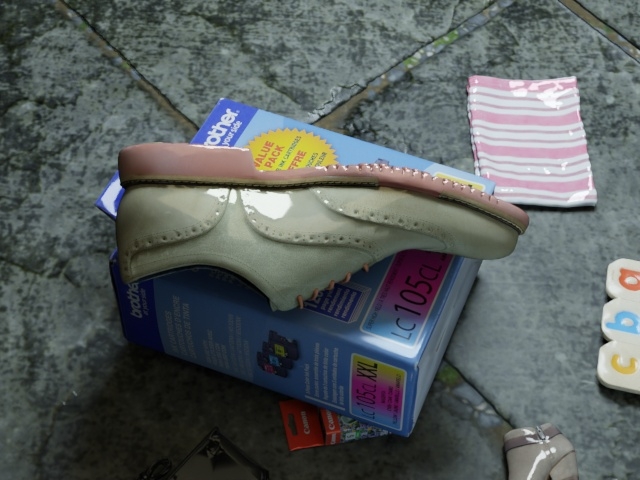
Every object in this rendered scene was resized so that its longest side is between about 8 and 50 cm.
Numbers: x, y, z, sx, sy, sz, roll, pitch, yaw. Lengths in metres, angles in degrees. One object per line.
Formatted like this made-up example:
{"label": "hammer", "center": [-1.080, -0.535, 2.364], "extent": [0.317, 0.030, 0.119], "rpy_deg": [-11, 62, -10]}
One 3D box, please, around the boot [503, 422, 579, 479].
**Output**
{"label": "boot", "center": [0.209, 0.236, 1.272], "extent": [0.118, 0.042, 0.087], "rpy_deg": [-13, 51, -12]}

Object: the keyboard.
{"label": "keyboard", "center": [-0.146, 0.267, 1.243], "extent": [0.108, 0.023, 0.180], "rpy_deg": [37, 61, 14]}

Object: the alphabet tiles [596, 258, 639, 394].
{"label": "alphabet tiles", "center": [0.449, 0.119, 1.371], "extent": [0.277, 0.021, 0.284], "rpy_deg": [12, 56, 5]}

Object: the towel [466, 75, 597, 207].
{"label": "towel", "center": [0.258, -0.125, 1.525], "extent": [0.144, 0.029, 0.197], "rpy_deg": [0, 56, -2]}

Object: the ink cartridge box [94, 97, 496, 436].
{"label": "ink cartridge box", "center": [-0.042, 0.013, 1.330], "extent": [0.395, 0.151, 0.270], "rpy_deg": [17, 51, 15]}

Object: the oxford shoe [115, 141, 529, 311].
{"label": "oxford shoe", "center": [0.000, 0.000, 1.186], "extent": [0.396, 0.140, 0.147], "rpy_deg": [5, 82, -2]}

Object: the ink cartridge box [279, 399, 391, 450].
{"label": "ink cartridge box", "center": [0.018, 0.180, 1.304], "extent": [0.115, 0.029, 0.063], "rpy_deg": [-9, 55, -9]}
